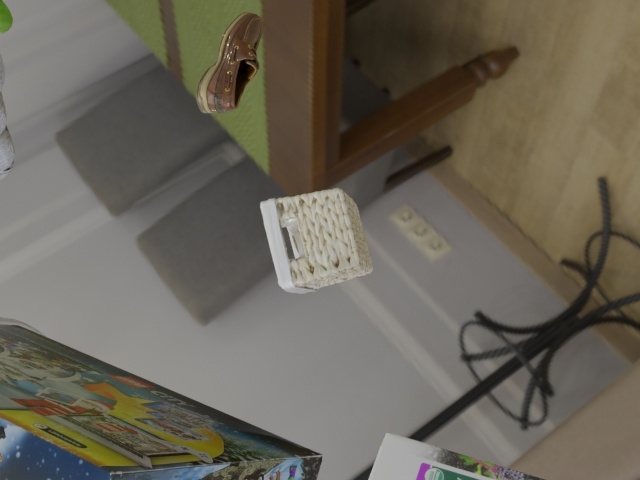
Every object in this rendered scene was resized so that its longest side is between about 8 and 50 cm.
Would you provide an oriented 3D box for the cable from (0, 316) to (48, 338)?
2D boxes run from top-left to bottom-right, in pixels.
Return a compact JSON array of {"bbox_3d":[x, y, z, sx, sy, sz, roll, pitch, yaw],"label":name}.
[{"bbox_3d":[-0.334,0.206,1.054,0.257,0.089,0.257,40,-157,-55],"label":"cable"}]

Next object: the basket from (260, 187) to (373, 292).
[{"bbox_3d":[0.000,0.000,1.203,0.167,0.103,0.113,30,-135,-80],"label":"basket"}]

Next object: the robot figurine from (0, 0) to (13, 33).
[{"bbox_3d":[-0.154,-0.138,0.374,0.115,0.101,0.067,52,-177,-13],"label":"robot figurine"}]

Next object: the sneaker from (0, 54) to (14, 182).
[{"bbox_3d":[-0.351,-0.171,0.828,0.366,0.137,0.210,140,118,-64],"label":"sneaker"}]

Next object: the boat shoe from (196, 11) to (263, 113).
[{"bbox_3d":[-0.114,-0.249,1.350,0.060,0.178,0.064,10,150,22],"label":"boat shoe"}]

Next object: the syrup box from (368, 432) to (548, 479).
[{"bbox_3d":[0.157,0.272,0.899,0.237,0.093,0.096,15,146,15],"label":"syrup box"}]

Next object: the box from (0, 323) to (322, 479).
[{"bbox_3d":[-0.137,0.088,0.468,0.233,0.044,0.159,16,179,31],"label":"box"}]
